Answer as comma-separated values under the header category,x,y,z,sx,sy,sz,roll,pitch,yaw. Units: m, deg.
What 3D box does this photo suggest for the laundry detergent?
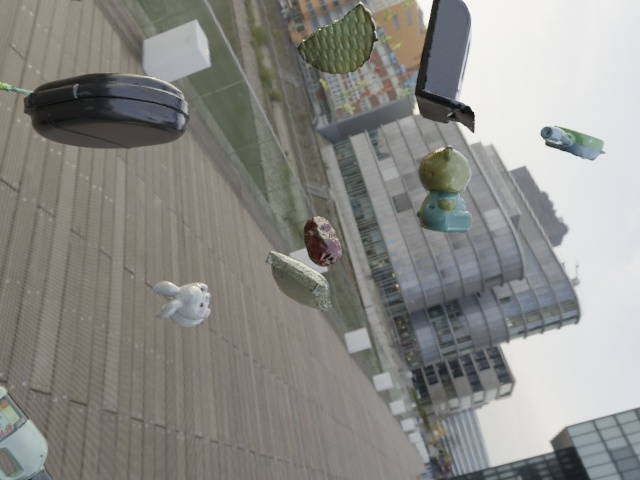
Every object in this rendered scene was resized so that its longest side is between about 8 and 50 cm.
category,x,y,z,sx,sy,sz,roll,pitch,yaw
laundry detergent,-0.614,0.405,0.921,0.099,0.070,0.225,-42,109,-48

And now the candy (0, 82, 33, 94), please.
category,x,y,z,sx,sy,sz,roll,pitch,yaw
candy,-0.995,-0.488,1.488,0.077,0.262,0.073,-27,-121,61

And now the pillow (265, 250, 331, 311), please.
category,x,y,z,sx,sy,sz,roll,pitch,yaw
pillow,-0.035,0.082,0.848,0.053,0.119,0.208,-62,170,-16

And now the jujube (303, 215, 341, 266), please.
category,x,y,z,sx,sy,sz,roll,pitch,yaw
jujube,0.000,0.000,1.051,0.077,0.077,0.129,62,5,-55

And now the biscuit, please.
category,x,y,z,sx,sy,sz,roll,pitch,yaw
biscuit,0.072,-0.640,1.532,0.187,0.274,0.036,49,38,-34

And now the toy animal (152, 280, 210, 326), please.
category,x,y,z,sx,sy,sz,roll,pitch,yaw
toy animal,-0.460,0.215,1.563,0.193,0.179,0.127,108,-23,-67

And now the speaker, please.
category,x,y,z,sx,sy,sz,roll,pitch,yaw
speaker,0.409,-0.538,1.421,0.180,0.184,0.387,25,75,-71

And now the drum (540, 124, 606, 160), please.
category,x,y,z,sx,sy,sz,roll,pitch,yaw
drum,0.527,-0.202,0.965,0.253,0.130,0.049,-22,135,-60

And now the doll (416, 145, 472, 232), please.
category,x,y,z,sx,sy,sz,roll,pitch,yaw
doll,0.386,-0.160,1.453,0.177,0.162,0.260,-55,147,-81

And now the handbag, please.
category,x,y,z,sx,sy,sz,roll,pitch,yaw
handbag,-0.416,-0.247,0.918,0.254,0.308,0.092,-4,92,-70
